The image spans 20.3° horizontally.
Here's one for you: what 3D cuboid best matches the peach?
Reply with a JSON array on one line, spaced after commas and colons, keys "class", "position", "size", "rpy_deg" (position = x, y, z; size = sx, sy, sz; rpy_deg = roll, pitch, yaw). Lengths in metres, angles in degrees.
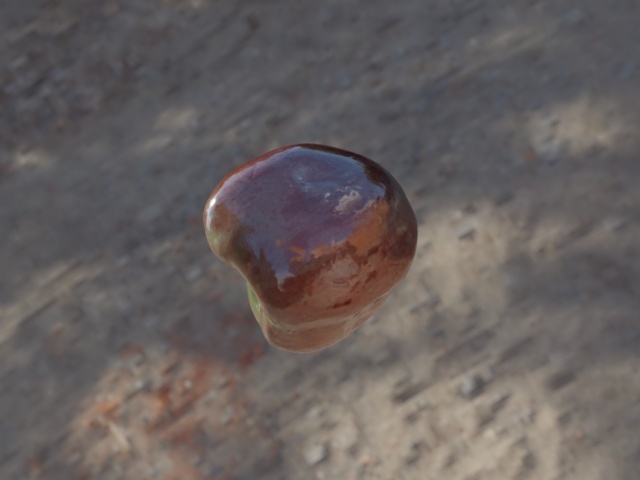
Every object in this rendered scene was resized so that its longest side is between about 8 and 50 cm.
[{"class": "peach", "position": [0.000, 0.000, 1.303], "size": [0.152, 0.152, 0.152], "rpy_deg": [-26, 24, 13]}]
